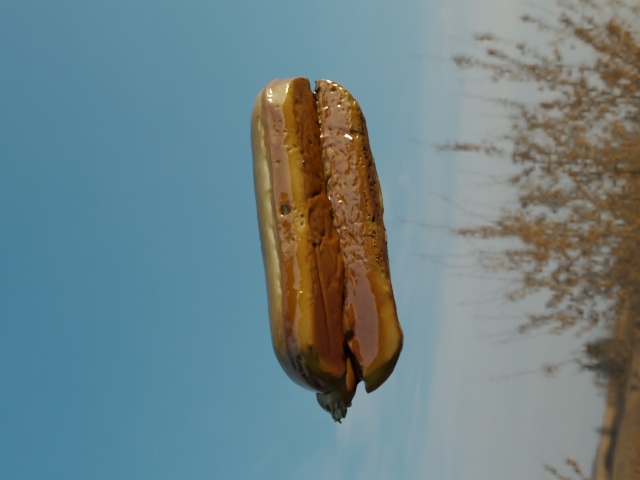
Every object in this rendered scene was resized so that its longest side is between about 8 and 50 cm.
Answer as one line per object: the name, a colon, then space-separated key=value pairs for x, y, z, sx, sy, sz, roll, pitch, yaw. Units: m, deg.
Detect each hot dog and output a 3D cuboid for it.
hot dog: x=0.000 y=0.000 z=0.585 sx=0.092 sy=0.062 sz=0.236 roll=9 pitch=-118 yaw=-26
